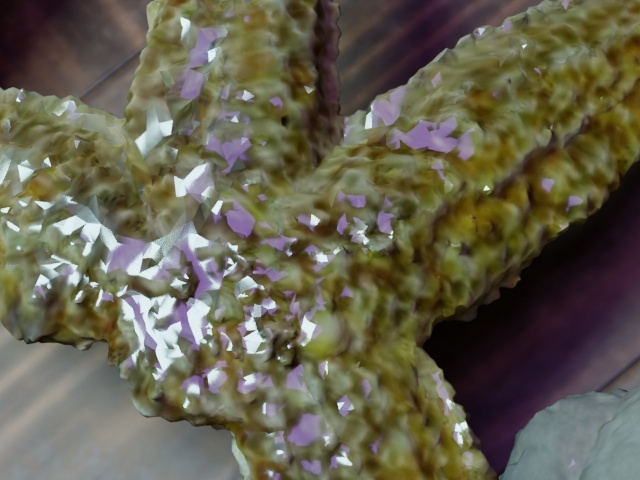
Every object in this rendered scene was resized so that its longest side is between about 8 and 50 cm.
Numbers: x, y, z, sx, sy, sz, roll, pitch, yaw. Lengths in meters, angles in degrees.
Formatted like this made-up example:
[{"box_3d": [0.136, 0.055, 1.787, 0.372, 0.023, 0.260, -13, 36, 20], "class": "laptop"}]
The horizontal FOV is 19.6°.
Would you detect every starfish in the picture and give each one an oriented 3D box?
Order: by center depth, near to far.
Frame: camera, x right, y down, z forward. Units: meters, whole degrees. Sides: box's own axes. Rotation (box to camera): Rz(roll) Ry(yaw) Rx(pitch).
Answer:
[{"box_3d": [-0.004, -0.005, 0.683, 0.398, 0.132, 0.383, 30, 73, 21], "class": "starfish"}]

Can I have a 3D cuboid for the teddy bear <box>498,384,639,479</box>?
[{"box_3d": [0.202, 0.074, 0.566, 0.267, 0.151, 0.236, -40, 61, -6], "class": "teddy bear"}]
